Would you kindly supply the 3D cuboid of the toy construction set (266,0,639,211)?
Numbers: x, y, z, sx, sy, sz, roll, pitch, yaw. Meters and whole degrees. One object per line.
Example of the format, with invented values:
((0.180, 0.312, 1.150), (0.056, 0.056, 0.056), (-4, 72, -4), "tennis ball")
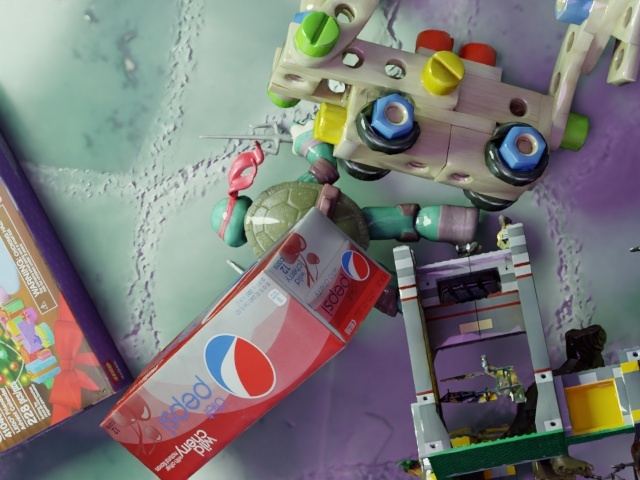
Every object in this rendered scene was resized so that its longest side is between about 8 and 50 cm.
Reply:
((0.097, -0.148, 1.365), (0.327, 0.151, 0.215), (8, 68, 3), "toy construction set")

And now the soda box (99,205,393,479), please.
((-0.061, 0.088, 1.374), (0.083, 0.092, 0.263), (42, 134, -5), "soda box")

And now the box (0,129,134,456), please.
((-0.313, 0.039, 1.501), (0.201, 0.057, 0.293), (-29, 89, 13), "box")

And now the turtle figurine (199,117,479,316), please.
((0.000, 0.000, 1.411), (0.234, 0.118, 0.175), (15, 98, 4), "turtle figurine")

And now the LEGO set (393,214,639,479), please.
((0.193, 0.082, 1.327), (0.331, 0.255, 0.192), (-15, 61, 14), "LEGO set")
